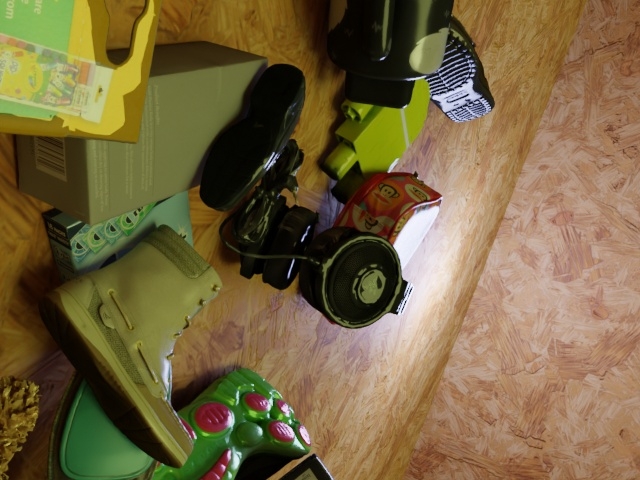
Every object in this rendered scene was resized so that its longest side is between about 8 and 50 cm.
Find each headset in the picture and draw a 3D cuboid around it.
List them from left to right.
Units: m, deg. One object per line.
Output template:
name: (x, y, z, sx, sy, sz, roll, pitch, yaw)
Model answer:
headset: (0.000, 0.000, 0.813, 0.394, 0.243, 0.185, 23, 90, -64)

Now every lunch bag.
lunch bag: (0.112, 0.011, 1.121, 0.258, 0.120, 0.293, -14, 139, -58)

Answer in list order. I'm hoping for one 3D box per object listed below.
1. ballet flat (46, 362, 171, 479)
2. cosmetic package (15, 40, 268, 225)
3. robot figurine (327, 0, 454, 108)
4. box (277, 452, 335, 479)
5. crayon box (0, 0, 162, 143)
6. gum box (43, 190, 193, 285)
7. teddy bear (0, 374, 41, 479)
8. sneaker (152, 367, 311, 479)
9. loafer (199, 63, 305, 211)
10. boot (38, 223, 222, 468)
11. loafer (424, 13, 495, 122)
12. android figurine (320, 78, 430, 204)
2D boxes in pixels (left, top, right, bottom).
ballet flat: (-0.236, 0.256, 0.615, 0.123, 0.123, 0.349, 44, 44, -63)
cosmetic package: (-0.161, -0.118, 0.577, 0.238, 0.107, 0.127, -33, 139, -54)
robot figurine: (0.094, -0.330, 0.812, 0.173, 0.209, 0.278, -14, 129, -23)
box: (-0.138, 0.474, 0.868, 0.394, 0.097, 0.318, -36, 163, -11)
crayon box: (-0.246, -0.171, 0.320, 0.322, 0.083, 0.203, -3, 114, -48)
gum box: (-0.211, 0.021, 0.660, 0.157, 0.041, 0.185, -38, 142, -44)
teddy bear: (-0.343, 0.201, 0.480, 0.245, 0.113, 0.338, -24, 131, -52)
sneaker: (-0.175, 0.332, 0.891, 0.202, 0.185, 0.482, -45, 161, 16)
loafer: (-0.061, -0.097, 0.603, 0.170, 0.062, 0.061, -58, 160, -14)
boot: (-0.158, 0.104, 0.606, 0.165, 0.077, 0.213, -41, 104, -44)
loafer: (0.246, -0.353, 1.169, 0.366, 0.133, 0.130, 25, 52, -63)
android figurine: (0.106, -0.196, 1.040, 0.273, 0.056, 0.248, -52, 154, -11)
